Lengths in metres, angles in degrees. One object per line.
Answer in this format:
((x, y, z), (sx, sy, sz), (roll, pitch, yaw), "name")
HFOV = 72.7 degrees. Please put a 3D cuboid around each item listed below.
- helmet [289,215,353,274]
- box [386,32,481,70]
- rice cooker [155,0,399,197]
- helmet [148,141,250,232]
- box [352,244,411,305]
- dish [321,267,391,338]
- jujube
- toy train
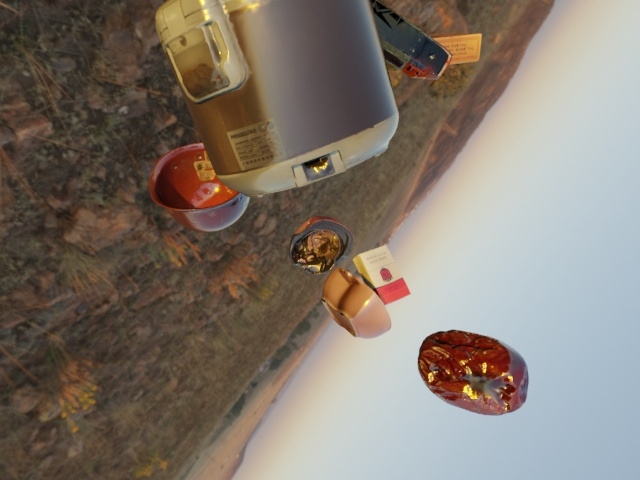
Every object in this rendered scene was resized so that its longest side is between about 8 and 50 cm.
((0.000, 0.000, 1.514), (0.253, 0.198, 0.154), (-56, -164, 29), "helmet")
((0.291, -0.542, 1.243), (0.273, 0.174, 0.076), (-13, 118, -18), "box")
((-0.066, -0.263, 0.665), (0.334, 0.326, 0.335), (-17, -159, 7), "rice cooker")
((-0.378, -0.147, 1.472), (0.230, 0.337, 0.385), (89, 4, -46), "helmet")
((0.166, 0.098, 1.178), (0.100, 0.152, 0.048), (-17, 166, -28), "box")
((0.078, 0.174, 1.116), (0.090, 0.213, 0.213), (-39, 168, -17), "dish")
((0.545, 0.473, 1.577), (0.276, 0.376, 0.277), (-8, 101, -47), "jujube")
((0.122, -0.513, 1.043), (0.086, 0.409, 0.089), (-62, -171, -13), "toy train")
